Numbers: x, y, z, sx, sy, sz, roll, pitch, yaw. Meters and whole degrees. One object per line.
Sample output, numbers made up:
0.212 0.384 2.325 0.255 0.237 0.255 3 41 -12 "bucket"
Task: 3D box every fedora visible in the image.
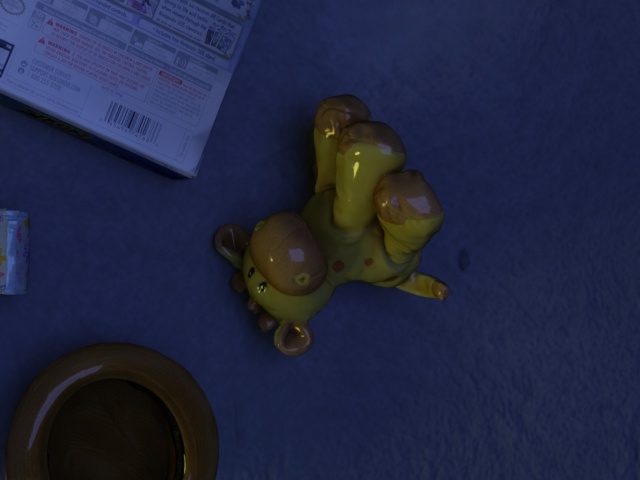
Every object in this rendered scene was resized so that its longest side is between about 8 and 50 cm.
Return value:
-0.181 0.177 1.075 0.194 0.079 0.194 -2 95 -27 "fedora"

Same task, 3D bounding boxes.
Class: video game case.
-0.191 -0.215 1.090 0.269 0.061 0.244 24 80 -22 "video game case"

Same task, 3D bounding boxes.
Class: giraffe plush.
0.000 0.000 1.137 0.170 0.181 0.210 -27 134 -12 "giraffe plush"

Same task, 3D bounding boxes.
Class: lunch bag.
-0.263 0.010 1.040 0.053 0.083 0.071 1 89 -24 "lunch bag"
